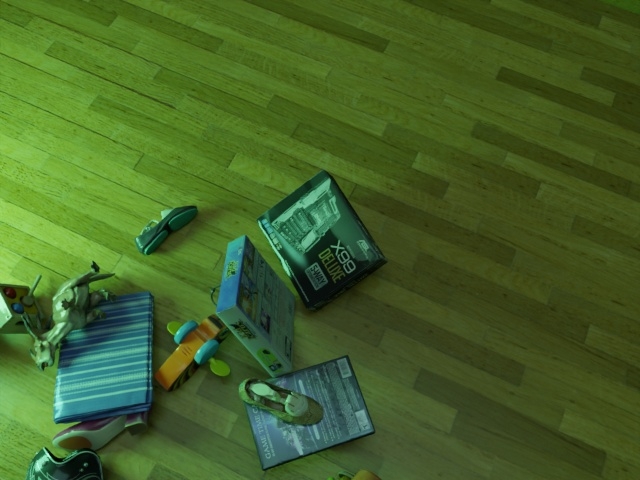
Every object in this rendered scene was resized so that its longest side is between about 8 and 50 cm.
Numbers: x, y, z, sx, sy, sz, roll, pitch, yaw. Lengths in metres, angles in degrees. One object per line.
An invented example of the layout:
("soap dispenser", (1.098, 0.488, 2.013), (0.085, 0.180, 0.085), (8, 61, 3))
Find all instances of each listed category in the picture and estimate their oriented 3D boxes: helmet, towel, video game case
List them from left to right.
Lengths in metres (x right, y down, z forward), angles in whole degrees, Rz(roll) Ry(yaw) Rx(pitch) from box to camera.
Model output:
("helmet", (-0.584, 0.550, 1.439), (0.161, 0.169, 0.169), (-7, 64, -24))
("towel", (-0.542, 0.291, 1.598), (0.243, 0.040, 0.336), (-10, 52, -2))
("video game case", (-0.151, 0.157, 1.544), (0.061, 0.244, 0.269), (-24, 32, 16))
("video game case", (-0.032, 0.402, 1.486), (0.274, 0.026, 0.196), (-16, 65, -10))

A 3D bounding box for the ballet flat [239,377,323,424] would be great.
("ballet flat", (-0.092, 0.369, 1.448), (0.206, 0.067, 0.073), (15, 62, 4))

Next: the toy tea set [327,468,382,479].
("toy tea set", (0.150, 0.648, 1.399), (0.336, 0.200, 0.124), (36, 60, 8))

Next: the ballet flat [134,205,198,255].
("ballet flat", (-0.441, -0.046, 1.776), (0.074, 0.074, 0.203), (41, 73, 16))

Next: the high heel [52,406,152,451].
("high heel", (-0.535, 0.440, 1.555), (0.244, 0.082, 0.117), (-19, 35, 4))

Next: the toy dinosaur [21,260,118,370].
("toy dinosaur", (-0.648, 0.167, 1.613), (0.200, 0.127, 0.296), (-21, 33, 25))

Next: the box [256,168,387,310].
("box", (0.000, 0.000, 1.711), (0.242, 0.076, 0.307), (-35, 68, 12))

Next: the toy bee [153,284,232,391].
("toy bee", (-0.284, 0.259, 1.610), (0.298, 0.162, 0.195), (-32, 76, 11))

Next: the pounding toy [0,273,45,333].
("pounding toy", (-0.786, 0.162, 1.640), (0.100, 0.141, 0.130), (-41, 70, 11))
